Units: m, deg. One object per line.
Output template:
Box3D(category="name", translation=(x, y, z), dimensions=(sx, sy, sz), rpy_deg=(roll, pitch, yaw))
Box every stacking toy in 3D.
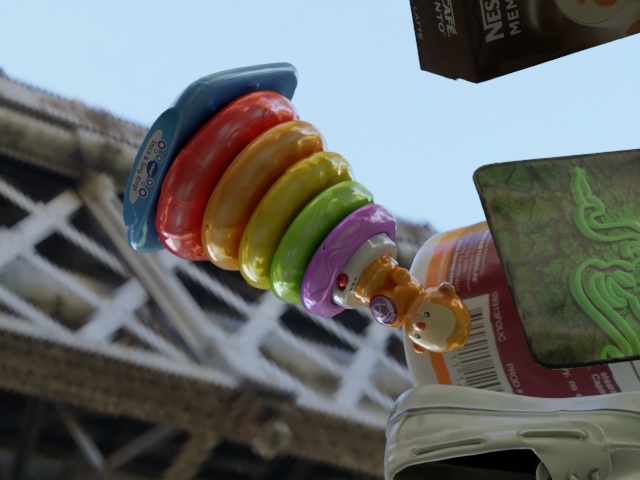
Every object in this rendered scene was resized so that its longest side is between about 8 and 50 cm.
Box3D(category="stacking toy", translation=(0.000, 0.000, 1.609), dimensions=(0.166, 0.302, 0.175), rpy_deg=(-19, -41, -53))

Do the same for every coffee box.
Box3D(category="coffee box", translation=(0.198, -0.228, 1.604), dimensions=(0.246, 0.098, 0.141), rpy_deg=(-19, -70, -20))

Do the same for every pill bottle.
Box3D(category="pill bottle", translation=(0.287, 0.055, 1.691), dimensions=(0.392, 0.224, 0.224), rpy_deg=(-15, -32, 33))

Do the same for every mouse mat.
Box3D(category="mouse mat", translation=(0.195, 0.007, 1.327), dimensions=(0.153, 0.189, 0.007), rpy_deg=(-6, -42, -9))

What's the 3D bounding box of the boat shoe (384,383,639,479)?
Box3D(category="boat shoe", translation=(0.179, 0.167, 1.485), dimensions=(0.268, 0.088, 0.096), rpy_deg=(7, -46, 7))
